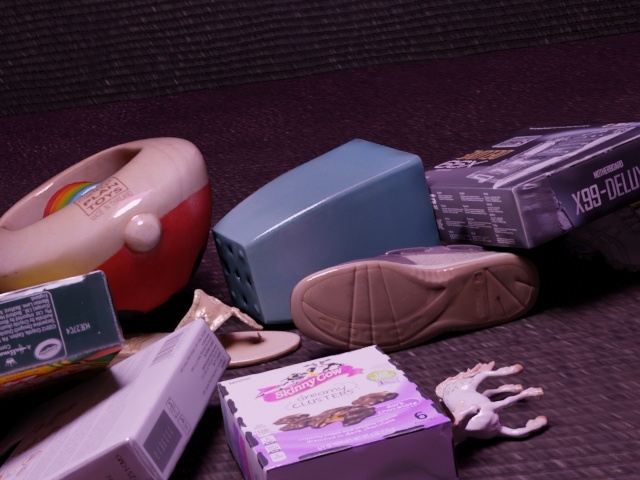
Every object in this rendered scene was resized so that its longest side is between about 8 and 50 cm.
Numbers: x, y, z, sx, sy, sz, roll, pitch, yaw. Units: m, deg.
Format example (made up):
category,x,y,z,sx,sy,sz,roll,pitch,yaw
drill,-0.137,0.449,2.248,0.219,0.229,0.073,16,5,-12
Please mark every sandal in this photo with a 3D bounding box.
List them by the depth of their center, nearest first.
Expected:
category,x,y,z,sx,sy,sz,roll,pitch,yaw
sandal,-0.146,0.095,1.461,0.240,0.079,0.088,-5,18,11

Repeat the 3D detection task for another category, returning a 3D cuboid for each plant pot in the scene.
category,x,y,z,sx,sy,sz,roll,pitch,yaw
plant pot,0.000,0.000,1.572,0.234,0.165,0.165,-22,21,-21

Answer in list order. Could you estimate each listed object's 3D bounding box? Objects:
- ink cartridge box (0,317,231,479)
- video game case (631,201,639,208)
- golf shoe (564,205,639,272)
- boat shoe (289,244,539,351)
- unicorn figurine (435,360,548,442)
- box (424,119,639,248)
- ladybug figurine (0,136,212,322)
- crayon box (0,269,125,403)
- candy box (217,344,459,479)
category,x,y,z,sx,sy,sz,roll,pitch,yaw
ink cartridge box,-0.223,0.195,1.224,0.239,0.060,0.275,-30,12,17
video game case,0.414,-0.099,1.885,0.248,0.035,0.275,-15,18,-18
golf shoe,0.362,-0.014,1.557,0.069,0.086,0.176,-19,21,-33
boat shoe,0.099,0.058,1.441,0.285,0.103,0.092,-9,11,-14
unicorn figurine,0.148,0.154,1.189,0.111,0.060,0.162,-12,1,-9
box,0.254,-0.071,1.557,0.242,0.076,0.307,-22,11,-21
ladybug figurine,-0.267,-0.002,1.612,0.305,0.162,0.449,-35,16,-14
crayon box,-0.324,0.119,1.333,0.202,0.081,0.318,-15,-7,-17
candy box,0.009,0.173,1.154,0.165,0.070,0.196,-13,18,-13
